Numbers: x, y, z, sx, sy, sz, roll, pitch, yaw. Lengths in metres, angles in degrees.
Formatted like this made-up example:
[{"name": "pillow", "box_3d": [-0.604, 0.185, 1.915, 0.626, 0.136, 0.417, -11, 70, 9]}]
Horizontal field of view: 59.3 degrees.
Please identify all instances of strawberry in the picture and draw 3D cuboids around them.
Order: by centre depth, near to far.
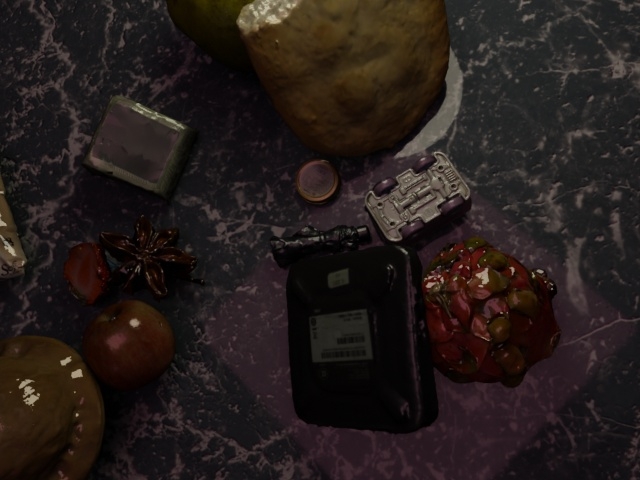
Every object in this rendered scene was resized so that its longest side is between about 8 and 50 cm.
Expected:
[{"name": "strawberry", "box_3d": [-0.538, 0.068, 1.320, 0.147, 0.082, 0.187, 35, 125, 13]}]

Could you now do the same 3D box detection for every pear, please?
[{"name": "pear", "box_3d": [-0.127, -0.535, 1.246, 0.414, 0.352, 0.351, -3, 80, 14]}]

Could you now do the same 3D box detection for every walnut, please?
[{"name": "walnut", "box_3d": [-0.644, 0.401, 1.154, 0.384, 0.383, 0.383, -2, 80, 10]}]

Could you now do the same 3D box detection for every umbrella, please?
[{"name": "umbrella", "box_3d": [-0.001, -0.003, 1.266, 0.224, 0.080, 0.071, -11, 43, 5]}]

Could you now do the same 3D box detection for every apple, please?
[{"name": "apple", "box_3d": [-0.418, 0.225, 1.231, 0.188, 0.188, 0.173, -18, 118, 7]}]

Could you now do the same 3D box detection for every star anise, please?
[{"name": "star anise", "box_3d": [-0.400, 0.051, 1.289, 0.190, 0.125, 0.220, -16, 66, -37]}]

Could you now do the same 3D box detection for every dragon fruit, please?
[{"name": "dragon fruit", "box_3d": [0.310, 0.150, 1.076, 0.296, 0.263, 0.314, 23, 84, 13]}]

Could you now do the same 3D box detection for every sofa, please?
[{"name": "sofa", "box_3d": [-0.441, -0.218, 1.378, 0.226, 0.176, 0.210, 21, 84, -15]}]

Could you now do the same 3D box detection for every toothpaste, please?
[{"name": "toothpaste", "box_3d": [-0.527, 0.055, 1.375, 0.083, 0.017, 0.020, 29, 87, 14]}]

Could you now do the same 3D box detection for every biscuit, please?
[{"name": "biscuit", "box_3d": [0.080, -0.378, 1.154, 0.430, 0.445, 0.104, -30, 35, -12]}]

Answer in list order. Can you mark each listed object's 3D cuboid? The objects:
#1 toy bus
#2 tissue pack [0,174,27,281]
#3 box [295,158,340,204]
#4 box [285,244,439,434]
[{"name": "toy bus", "box_3d": [0.205, -0.076, 1.198, 0.203, 0.142, 0.141, -31, 76, 3]}, {"name": "tissue pack", "box_3d": [-0.940, -0.030, 1.387, 0.376, 0.195, 0.389, -22, 76, -7]}, {"name": "box", "box_3d": [-0.006, -0.136, 1.302, 0.106, 0.037, 0.105, -2, 79, 10]}, {"name": "box", "box_3d": [0.063, 0.196, 1.116, 0.359, 0.091, 0.349, -14, 78, 44]}]
